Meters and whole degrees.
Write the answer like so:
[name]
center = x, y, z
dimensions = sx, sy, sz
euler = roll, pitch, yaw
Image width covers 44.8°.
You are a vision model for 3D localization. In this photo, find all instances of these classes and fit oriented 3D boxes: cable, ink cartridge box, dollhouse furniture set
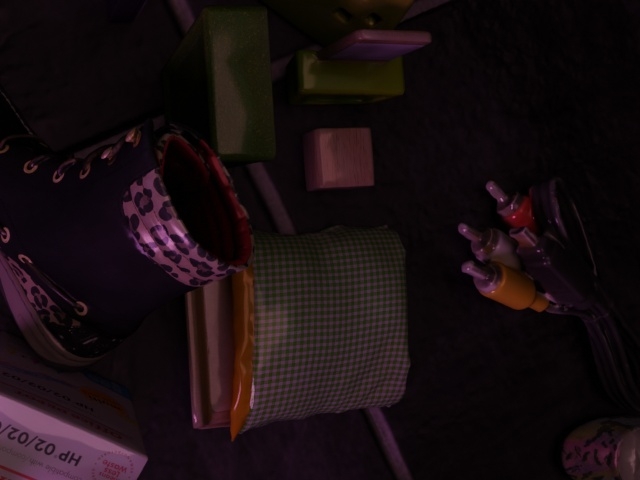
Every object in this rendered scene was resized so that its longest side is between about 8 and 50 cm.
[cable]
center = 0.241, 0.050, 0.750
dimensions = 0.287, 0.072, 0.140
euler = 43, 56, -29
[ink cartridge box]
center = -0.171, 0.123, 0.485
dimensions = 0.104, 0.181, 0.062
euler = 30, 87, -20
[dollhouse furniture set]
center = 0.000, 0.000, 0.580
dimensions = 0.197, 0.151, 0.302
euler = -4, 91, -23

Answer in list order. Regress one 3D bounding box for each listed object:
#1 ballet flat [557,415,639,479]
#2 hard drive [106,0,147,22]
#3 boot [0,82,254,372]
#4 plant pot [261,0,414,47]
[ballet flat]
center = 0.341, 0.219, 0.760
dimensions = 0.221, 0.079, 0.077
euler = 13, 85, -22
[hard drive]
center = -0.145, -0.236, 0.554
dimensions = 0.022, 0.094, 0.135
euler = -8, 92, -22
[boot]
center = -0.154, -0.047, 0.489
dimensions = 0.085, 0.178, 0.236
euler = -30, 93, -56
[plant pot]
center = 0.033, -0.303, 0.572
dimensions = 0.228, 0.207, 0.227
euler = 34, 76, -20
